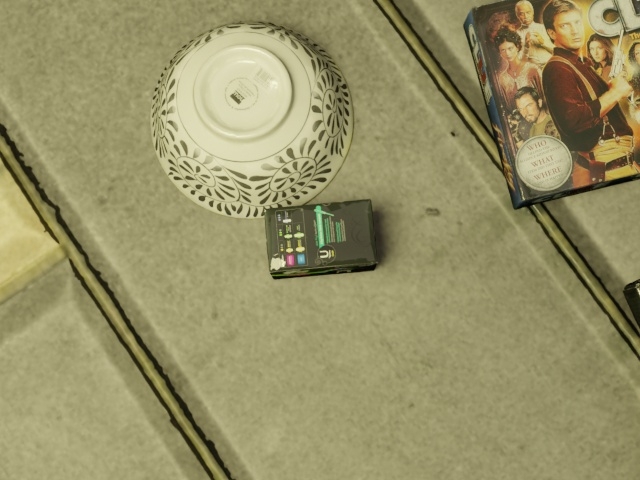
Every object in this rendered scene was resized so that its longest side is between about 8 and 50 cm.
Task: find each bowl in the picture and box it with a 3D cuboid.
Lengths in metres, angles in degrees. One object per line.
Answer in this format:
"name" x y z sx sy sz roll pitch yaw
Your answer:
"bowl" -0.058 -0.106 0.769 0.170 0.080 0.170 0 82 1

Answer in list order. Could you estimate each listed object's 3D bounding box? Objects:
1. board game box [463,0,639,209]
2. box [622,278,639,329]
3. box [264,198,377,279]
"board game box" 0.255 -0.134 0.787 0.243 0.042 0.165 -14 81 -1
"box" 0.361 0.082 0.752 0.190 0.045 0.184 -24 85 -2
"box" 0.000 0.000 0.761 0.083 0.062 0.052 -6 83 0
